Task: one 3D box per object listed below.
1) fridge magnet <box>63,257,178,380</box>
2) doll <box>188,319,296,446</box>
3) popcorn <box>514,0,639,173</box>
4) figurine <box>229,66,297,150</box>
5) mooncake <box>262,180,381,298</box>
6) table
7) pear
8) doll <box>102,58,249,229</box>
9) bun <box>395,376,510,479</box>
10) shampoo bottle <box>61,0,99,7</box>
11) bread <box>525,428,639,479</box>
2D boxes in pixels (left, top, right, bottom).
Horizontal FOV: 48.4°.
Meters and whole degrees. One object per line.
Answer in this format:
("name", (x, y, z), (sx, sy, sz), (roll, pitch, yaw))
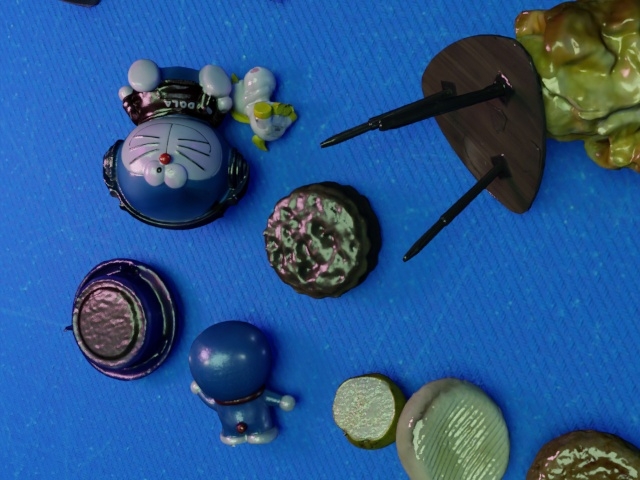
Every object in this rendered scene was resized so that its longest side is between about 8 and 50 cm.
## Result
("fridge magnet", (-0.427, 0.170, 1.525), (0.265, 0.113, 0.265), (1, 93, 20))
("doll", (-0.160, 0.282, 1.417), (0.215, 0.161, 0.257), (-7, 105, 8))
("popcorn", (0.446, -0.253, 1.122), (0.265, 0.225, 0.332), (-41, 87, 2))
("figurine", (-0.132, -0.273, 1.417), (0.129, 0.109, 0.178), (-45, 71, 39))
("mooncake", (0.000, 0.000, 1.349), (0.228, 0.124, 0.228), (1, 93, 21))
("table", (0.175, -0.161, 1.129), (0.249, 0.317, 0.317), (-27, 79, -18))
("pear", (0.097, 0.321, 1.331), (0.141, 0.104, 0.141), (-7, 65, 16))
("doll", (-0.283, -0.173, 1.404), (0.284, 0.240, 0.310), (-3, 74, -5))
("bun", (0.228, 0.352, 1.268), (0.222, 0.127, 0.222), (1, 85, -11))
("shampoo bottle", (-0.577, -0.572, 1.439), (0.084, 0.350, 0.125), (29, 102, 18))
("bread", (0.457, 0.420, 1.180), (0.230, 0.123, 0.230), (1, 91, 27))
